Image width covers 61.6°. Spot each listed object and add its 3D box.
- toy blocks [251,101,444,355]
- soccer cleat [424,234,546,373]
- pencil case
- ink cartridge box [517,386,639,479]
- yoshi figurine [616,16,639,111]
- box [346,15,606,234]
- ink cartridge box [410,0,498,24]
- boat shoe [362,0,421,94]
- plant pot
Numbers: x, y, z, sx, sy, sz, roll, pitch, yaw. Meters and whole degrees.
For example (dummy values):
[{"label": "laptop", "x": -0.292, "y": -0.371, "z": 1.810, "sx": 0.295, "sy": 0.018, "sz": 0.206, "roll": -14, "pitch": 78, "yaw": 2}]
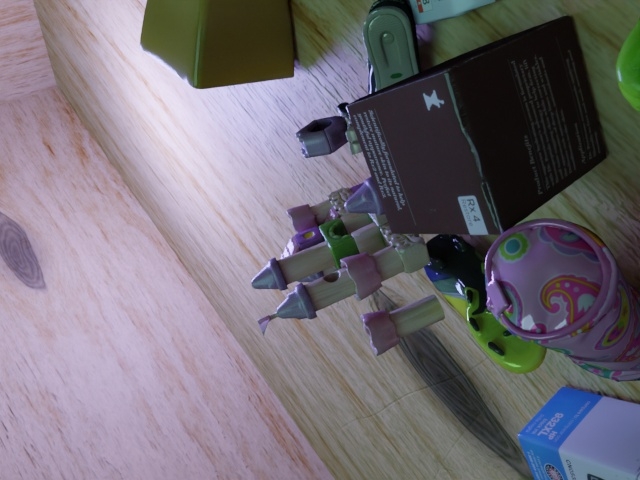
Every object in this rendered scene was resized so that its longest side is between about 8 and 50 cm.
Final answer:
[{"label": "toy blocks", "x": 0.000, "y": 0.000, "z": 0.847, "sx": 0.289, "sy": 0.260, "sz": 0.309, "roll": -117, "pitch": 7, "yaw": -59}, {"label": "soccer cleat", "x": 0.236, "y": 0.087, "z": 0.764, "sx": 0.121, "sy": 0.093, "sz": 0.289, "roll": 52, "pitch": -174, "yaw": -32}, {"label": "pencil case", "x": 0.275, "y": 0.075, "z": 0.562, "sx": 0.124, "sy": 0.124, "sz": 0.284, "roll": 30, "pitch": -178, "yaw": 43}, {"label": "ink cartridge box", "x": 0.445, "y": 0.343, "z": 0.686, "sx": 0.307, "sy": 0.129, "sz": 0.223, "roll": -3, "pitch": 114, "yaw": 60}, {"label": "yoshi figurine", "x": 0.279, "y": -0.169, "z": 0.325, "sx": 0.203, "sy": 0.203, "sz": 0.362, "roll": 25, "pitch": 160, "yaw": 47}, {"label": "box", "x": 0.175, "y": -0.122, "z": 0.604, "sx": 0.167, "sy": 0.203, "sz": 0.169, "roll": 3, "pitch": 118, "yaw": 58}, {"label": "ink cartridge box", "x": 0.162, "y": -0.331, "z": 0.596, "sx": 0.179, "sy": 0.045, "sz": 0.146, "roll": 17, "pitch": 131, "yaw": 56}, {"label": "boat shoe", "x": 0.108, "y": -0.234, "z": 0.766, "sx": 0.083, "sy": 0.079, "sz": 0.233, "roll": -1, "pitch": 138, "yaw": 12}, {"label": "plant pot", "x": -0.176, "y": -0.404, "z": 0.938, "sx": 0.212, "sy": 0.212, "sz": 0.187, "roll": 39, "pitch": 134, "yaw": 34}]
